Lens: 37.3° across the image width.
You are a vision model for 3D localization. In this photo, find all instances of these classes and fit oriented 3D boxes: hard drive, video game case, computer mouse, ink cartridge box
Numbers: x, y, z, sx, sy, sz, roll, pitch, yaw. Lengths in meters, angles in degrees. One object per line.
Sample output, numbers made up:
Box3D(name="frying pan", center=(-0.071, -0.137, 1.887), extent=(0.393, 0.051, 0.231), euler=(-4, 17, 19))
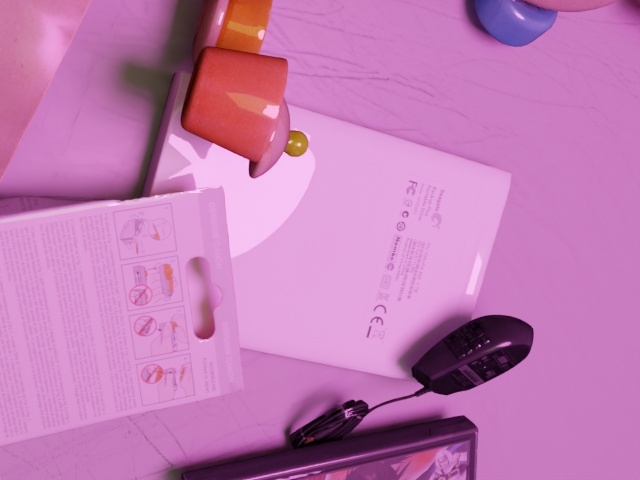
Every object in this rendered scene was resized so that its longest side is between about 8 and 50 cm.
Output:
Box3D(name="hard drive", center=(0.000, 0.000, 0.829), extent=(0.319, 0.040, 0.210), euler=(14, 94, -23))
Box3D(name="video game case", center=(0.015, 0.301, 0.872), extent=(0.275, 0.035, 0.248), euler=(-7, 109, -19))
Box3D(name="computer mouse", center=(0.076, 0.126, 0.843), extent=(0.242, 0.041, 0.071), euler=(-26, 149, 10))
Box3D(name="ink cartridge box", center=(-0.186, 0.054, 0.737), extent=(0.232, 0.066, 0.189), euler=(-12, 115, -20))

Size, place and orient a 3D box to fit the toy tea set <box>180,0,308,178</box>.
Box3D(name="toy tea set", center=(-0.009, -0.207, 0.702), extent=(0.124, 0.200, 0.336), euler=(16, 90, -14))

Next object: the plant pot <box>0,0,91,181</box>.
Box3D(name="plant pot", center=(-0.288, -0.174, 0.580), extent=(0.274, 0.256, 0.256), euler=(26, 89, -20))

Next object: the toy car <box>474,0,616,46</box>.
Box3D(name="toy car", center=(0.187, -0.331, 0.790), extent=(0.210, 0.219, 0.238), euler=(22, 62, -23))
